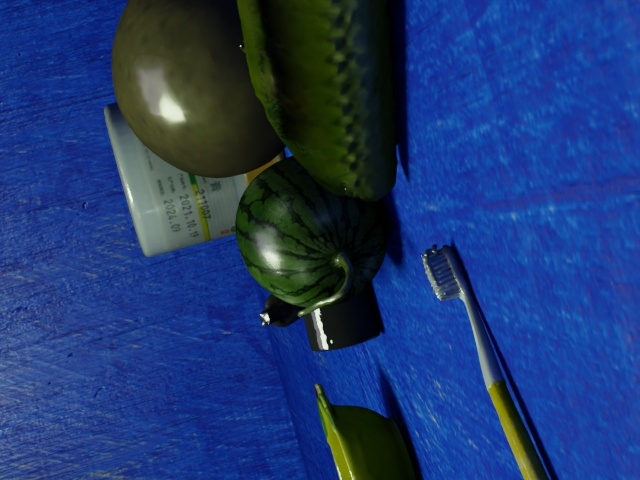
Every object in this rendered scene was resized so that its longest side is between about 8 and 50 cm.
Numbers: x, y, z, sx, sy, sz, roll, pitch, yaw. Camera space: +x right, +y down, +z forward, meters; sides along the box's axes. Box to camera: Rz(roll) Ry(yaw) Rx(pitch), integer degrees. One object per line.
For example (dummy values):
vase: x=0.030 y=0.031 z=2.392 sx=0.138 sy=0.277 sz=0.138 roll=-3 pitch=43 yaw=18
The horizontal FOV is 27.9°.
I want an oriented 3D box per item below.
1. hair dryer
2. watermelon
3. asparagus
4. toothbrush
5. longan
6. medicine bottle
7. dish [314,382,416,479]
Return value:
hair dryer: x=-0.019 y=0.029 z=1.307 sx=0.248 sy=0.078 sz=0.196 roll=-30 pitch=-74 yaw=-72
watermelon: x=0.000 y=0.000 z=1.168 sx=0.187 sy=0.140 sz=0.141 roll=-133 pitch=27 yaw=-55
asparagus: x=-0.006 y=-0.177 z=0.923 sx=0.382 sy=0.128 sz=0.108 roll=82 pitch=-154 yaw=-52
toothbrush: x=0.126 y=0.119 z=0.879 sx=0.021 sy=0.024 sz=0.288 roll=88 pitch=165 yaw=-55
longan: x=-0.105 y=-0.180 z=1.325 sx=0.246 sy=0.215 sz=0.246 roll=27 pitch=127 yaw=44
medicine bottle: x=-0.180 y=-0.114 z=1.899 sx=0.238 sy=0.232 sz=0.238 roll=164 pitch=90 yaw=-82
dish: x=0.060 y=0.248 z=1.439 sx=0.149 sy=0.080 sz=0.208 roll=115 pitch=137 yaw=-78
